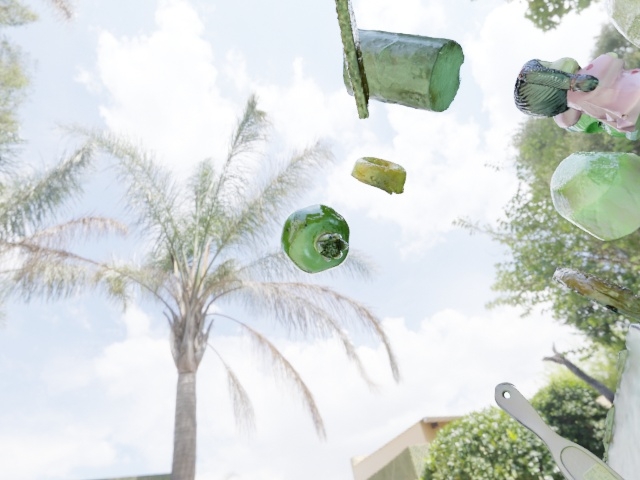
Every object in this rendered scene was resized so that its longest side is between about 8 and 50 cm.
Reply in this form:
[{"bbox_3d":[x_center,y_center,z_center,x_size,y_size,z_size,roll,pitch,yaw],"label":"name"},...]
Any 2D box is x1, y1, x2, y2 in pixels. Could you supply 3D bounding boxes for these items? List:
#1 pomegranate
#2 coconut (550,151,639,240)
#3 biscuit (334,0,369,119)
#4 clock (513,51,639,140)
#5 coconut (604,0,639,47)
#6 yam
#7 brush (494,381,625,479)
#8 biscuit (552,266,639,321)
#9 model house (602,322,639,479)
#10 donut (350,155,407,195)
[{"bbox_3d":[-0.002,0.000,1.005,0.187,0.225,0.187,-3,-81,-20],"label":"pomegranate"},{"bbox_3d":[0.682,-0.110,0.961,0.236,0.205,0.236,18,-31,11],"label":"coconut"},{"bbox_3d":[0.051,-0.333,0.678,0.026,0.131,0.237,-9,-50,12],"label":"biscuit"},{"bbox_3d":[0.435,-0.237,0.677,0.194,0.195,0.100,4,-71,-54],"label":"clock"},{"bbox_3d":[0.943,-0.697,1.092,0.297,0.255,0.297,-5,-29,-3],"label":"coconut"},{"bbox_3d":[0.177,-0.418,0.990,0.304,0.168,0.168,22,-35,27],"label":"yam"},{"bbox_3d":[0.447,0.390,0.749,0.072,0.313,0.067,-44,-50,0],"label":"brush"},{"bbox_3d":[0.808,0.150,1.141,0.296,0.296,0.075,19,-78,-30],"label":"biscuit"},{"bbox_3d":[0.728,0.382,0.602,0.400,0.445,0.395,7,-80,18],"label":"model house"},{"bbox_3d":[0.194,-0.219,1.313,0.190,0.174,0.075,24,-62,12],"label":"donut"}]
